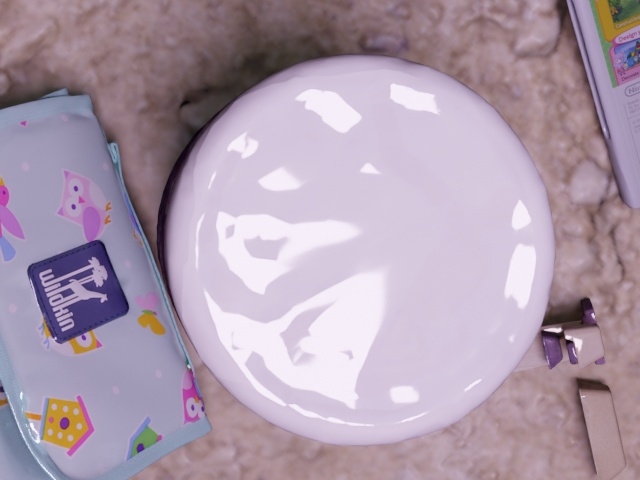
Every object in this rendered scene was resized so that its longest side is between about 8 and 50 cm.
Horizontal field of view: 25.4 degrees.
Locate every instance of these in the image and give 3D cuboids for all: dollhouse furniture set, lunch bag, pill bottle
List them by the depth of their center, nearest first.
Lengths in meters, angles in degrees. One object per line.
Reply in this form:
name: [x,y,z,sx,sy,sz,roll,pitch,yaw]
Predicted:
pill bottle: [0.000,0.000,0.730,0.169,0.301,0.169,0,91,-7]
lunch bag: [-0.208,0.056,0.783,0.262,0.160,0.223,-22,91,-17]
dollhouse furniture set: [0.139,0.105,0.870,0.081,0.091,0.114,-12,97,9]

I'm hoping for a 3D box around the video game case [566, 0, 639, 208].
video game case: [0.260,-0.145,0.871,0.212,0.023,0.193,-23,113,-5]
